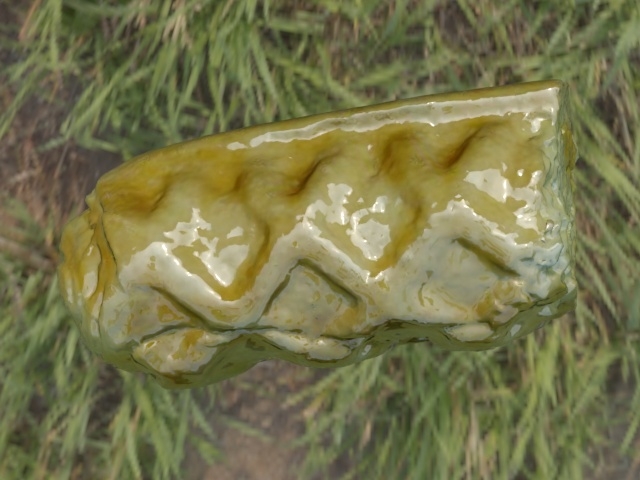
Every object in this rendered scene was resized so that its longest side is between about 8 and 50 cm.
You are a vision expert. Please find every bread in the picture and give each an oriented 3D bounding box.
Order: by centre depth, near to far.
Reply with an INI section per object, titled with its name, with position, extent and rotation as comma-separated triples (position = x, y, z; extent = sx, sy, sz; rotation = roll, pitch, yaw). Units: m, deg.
[bread]
position = 0.000, 0.000, 0.806
extent = 0.268, 0.152, 0.129
rotation = -9, 100, 11
